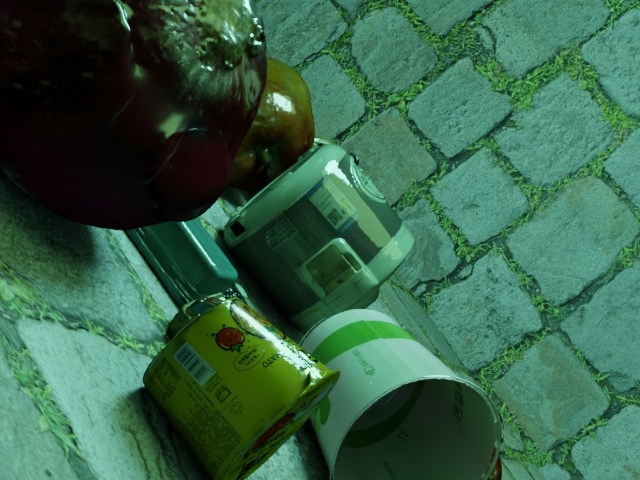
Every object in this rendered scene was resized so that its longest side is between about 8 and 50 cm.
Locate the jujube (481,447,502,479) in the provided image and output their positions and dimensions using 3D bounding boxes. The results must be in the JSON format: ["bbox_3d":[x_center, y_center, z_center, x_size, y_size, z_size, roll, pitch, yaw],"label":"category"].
[{"bbox_3d":[0.178,0.347,1.817,0.255,0.190,0.190,36,7,7],"label":"jujube"}]

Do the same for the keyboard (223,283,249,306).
[{"bbox_3d":[-0.170,0.042,1.675,0.250,0.017,0.087,54,18,18],"label":"keyboard"}]

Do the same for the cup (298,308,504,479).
[{"bbox_3d":[0.092,0.237,1.565,0.253,0.253,0.274,47,4,-31],"label":"cup"}]

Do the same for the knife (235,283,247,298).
[{"bbox_3d":[-0.146,0.071,1.738,0.096,0.010,0.027,35,19,-55],"label":"knife"}]

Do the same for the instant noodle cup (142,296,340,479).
[{"bbox_3d":[-0.091,0.154,1.164,0.144,0.182,0.182,45,7,13],"label":"instant noodle cup"}]

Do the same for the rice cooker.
[{"bbox_3d":[0.003,0.001,1.922,0.277,0.288,0.288,51,8,-6],"label":"rice cooker"}]

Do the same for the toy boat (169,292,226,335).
[{"bbox_3d":[-0.147,0.101,1.415,0.065,0.066,0.172,49,9,0],"label":"toy boat"}]

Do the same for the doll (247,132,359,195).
[{"bbox_3d":[-0.028,-0.138,2.480,0.247,0.247,0.349,53,16,9],"label":"doll"}]

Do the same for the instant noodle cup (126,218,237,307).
[{"bbox_3d":[-0.189,0.016,1.543,0.179,0.070,0.157,52,7,11],"label":"instant noodle cup"}]

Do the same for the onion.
[{"bbox_3d":[-0.295,-0.214,1.312,0.420,0.398,0.398,8,-14,27],"label":"onion"}]

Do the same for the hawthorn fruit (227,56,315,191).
[{"bbox_3d":[-0.142,-0.223,2.195,0.268,0.268,0.301,46,15,-32],"label":"hawthorn fruit"}]
